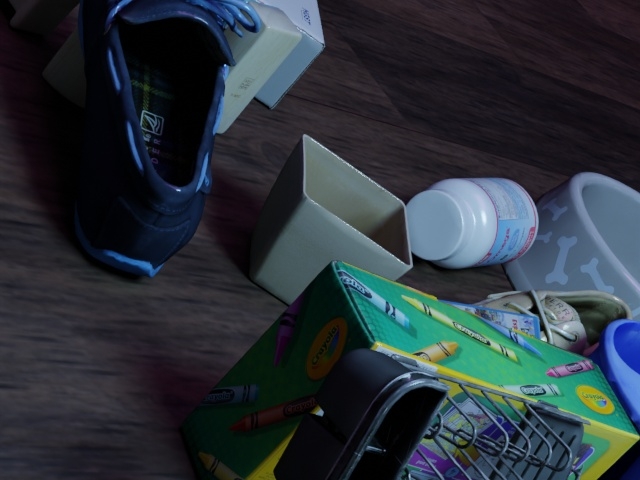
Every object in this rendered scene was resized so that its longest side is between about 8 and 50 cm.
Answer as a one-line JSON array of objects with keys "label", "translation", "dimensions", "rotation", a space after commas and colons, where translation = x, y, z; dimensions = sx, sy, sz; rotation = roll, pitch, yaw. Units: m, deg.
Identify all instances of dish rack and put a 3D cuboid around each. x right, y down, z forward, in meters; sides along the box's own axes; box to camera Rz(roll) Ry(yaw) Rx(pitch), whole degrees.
[{"label": "dish rack", "translation": [0.066, 0.178, 1.057], "dimensions": [0.271, 0.208, 0.074], "rotation": [20, 14, -45]}]

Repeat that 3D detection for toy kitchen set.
[{"label": "toy kitchen set", "translation": [-0.152, -0.200, 1.464], "dimensions": [0.207, 0.122, 0.166], "rotation": [6, 42, -55]}]

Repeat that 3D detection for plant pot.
[{"label": "plant pot", "translation": [0.000, 0.000, 1.387], "dimensions": [0.109, 0.096, 0.109], "rotation": [34, 23, -18]}]

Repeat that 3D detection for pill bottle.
[{"label": "pill bottle", "translation": [0.142, -0.017, 1.658], "dimensions": [0.087, 0.087, 0.160], "rotation": [50, 24, 18]}]

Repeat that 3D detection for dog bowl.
[{"label": "dog bowl", "translation": [0.350, 0.067, 1.825], "dimensions": [0.349, 0.102, 0.349], "rotation": [34, 24, -17]}]

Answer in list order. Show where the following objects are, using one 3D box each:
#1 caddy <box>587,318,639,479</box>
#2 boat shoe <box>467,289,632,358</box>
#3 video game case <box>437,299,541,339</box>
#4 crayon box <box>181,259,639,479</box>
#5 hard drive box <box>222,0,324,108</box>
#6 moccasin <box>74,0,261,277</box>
[{"label": "caddy", "translation": [0.339, 0.194, 1.483], "dimensions": [0.341, 0.179, 0.241], "rotation": [21, 32, -42]}, {"label": "boat shoe", "translation": [0.182, 0.085, 1.523], "dimensions": [0.302, 0.098, 0.109], "rotation": [3, 45, -54]}, {"label": "video game case", "translation": [0.097, 0.088, 1.382], "dimensions": [0.166, 0.015, 0.119], "rotation": [10, 35, -4]}, {"label": "crayon box", "translation": [0.067, 0.131, 1.175], "dimensions": [0.278, 0.165, 0.081], "rotation": [22, 30, -40]}, {"label": "hard drive box", "translation": [-0.116, -0.258, 1.667], "dimensions": [0.232, 0.089, 0.181], "rotation": [32, 24, -22]}, {"label": "moccasin", "translation": [-0.106, -0.133, 1.297], "dimensions": [0.138, 0.117, 0.342], "rotation": [13, 53, -26]}]
